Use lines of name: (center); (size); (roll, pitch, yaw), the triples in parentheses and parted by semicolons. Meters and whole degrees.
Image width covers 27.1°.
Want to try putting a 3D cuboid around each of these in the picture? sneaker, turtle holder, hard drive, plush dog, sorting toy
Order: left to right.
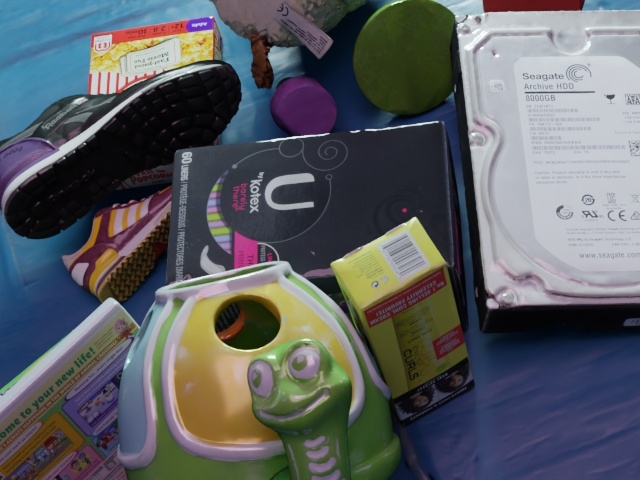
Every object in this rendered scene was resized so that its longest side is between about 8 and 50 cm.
sneaker: (-0.224, -0.127, 1.388); (0.283, 0.107, 0.124); (-30, 49, -9)
sneaker: (-0.189, -0.022, 1.390); (0.084, 0.069, 0.185); (36, 71, 27)
turtle holder: (-0.065, 0.142, 1.094); (0.243, 0.320, 0.227); (-11, 92, 12)
plush dog: (-0.009, -0.291, 1.442); (0.262, 0.211, 0.225); (8, 25, 35)
sorting toy: (0.103, -0.227, 1.447); (0.365, 0.127, 0.126); (-28, 29, -2)
hard drive: (0.257, -0.076, 1.296); (0.236, 0.064, 0.339); (0, 60, -2)

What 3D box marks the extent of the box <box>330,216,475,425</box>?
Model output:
box: (0.078, 0.077, 1.176); (0.087, 0.232, 0.058); (-28, 55, -6)

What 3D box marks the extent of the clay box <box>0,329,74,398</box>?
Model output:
clay box: (-0.258, 0.180, 1.250); (0.222, 0.127, 0.053); (-41, 52, -13)

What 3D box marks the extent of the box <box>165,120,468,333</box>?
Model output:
box: (0.000, 0.000, 1.291); (0.270, 0.143, 0.165); (-6, 59, 8)

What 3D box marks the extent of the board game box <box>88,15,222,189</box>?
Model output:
board game box: (-0.184, -0.152, 1.478); (0.146, 0.045, 0.193); (-8, 59, 8)

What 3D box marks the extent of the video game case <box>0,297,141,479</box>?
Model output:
video game case: (-0.210, 0.189, 1.207); (0.212, 0.193, 0.023); (-44, 31, -14)
